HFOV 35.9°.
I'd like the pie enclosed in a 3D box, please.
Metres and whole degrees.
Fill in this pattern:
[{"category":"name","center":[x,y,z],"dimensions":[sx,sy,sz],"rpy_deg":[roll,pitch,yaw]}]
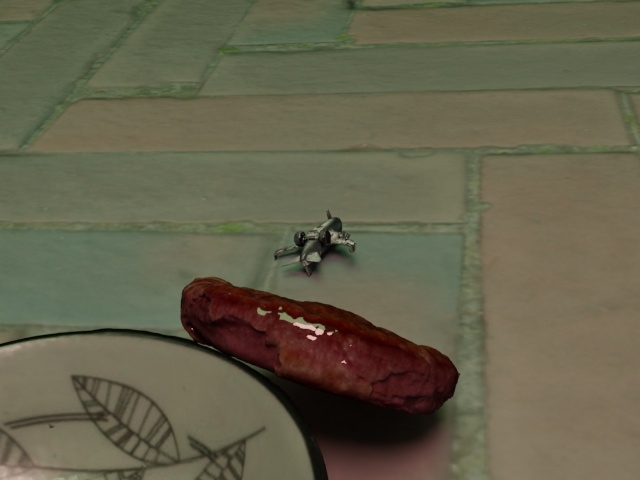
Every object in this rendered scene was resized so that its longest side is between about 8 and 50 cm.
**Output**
[{"category":"pie","center":[-0.001,0.064,0.621],"dimensions":[0.182,0.049,0.182],"rpy_deg":[19,-4,1]}]

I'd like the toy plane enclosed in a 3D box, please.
[{"category":"toy plane","center":[0.000,0.000,0.844],"dimensions":[0.078,0.031,0.083],"rpy_deg":[-5,30,29]}]

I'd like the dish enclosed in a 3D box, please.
[{"category":"dish","center":[-0.146,0.179,0.488],"dimensions":[0.316,0.106,0.316],"rpy_deg":[-5,32,3]}]
